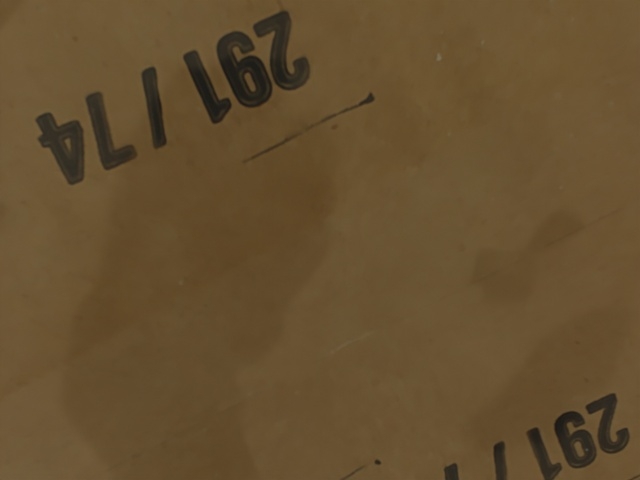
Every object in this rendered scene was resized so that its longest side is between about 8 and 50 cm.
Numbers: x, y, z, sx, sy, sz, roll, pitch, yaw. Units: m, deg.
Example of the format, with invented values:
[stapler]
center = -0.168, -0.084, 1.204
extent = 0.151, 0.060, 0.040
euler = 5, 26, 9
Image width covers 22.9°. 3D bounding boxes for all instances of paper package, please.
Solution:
[paper package]
center = 0.000, 0.000, 0.446
extent = 0.324, 0.168, 0.309
euler = -29, -64, 3
